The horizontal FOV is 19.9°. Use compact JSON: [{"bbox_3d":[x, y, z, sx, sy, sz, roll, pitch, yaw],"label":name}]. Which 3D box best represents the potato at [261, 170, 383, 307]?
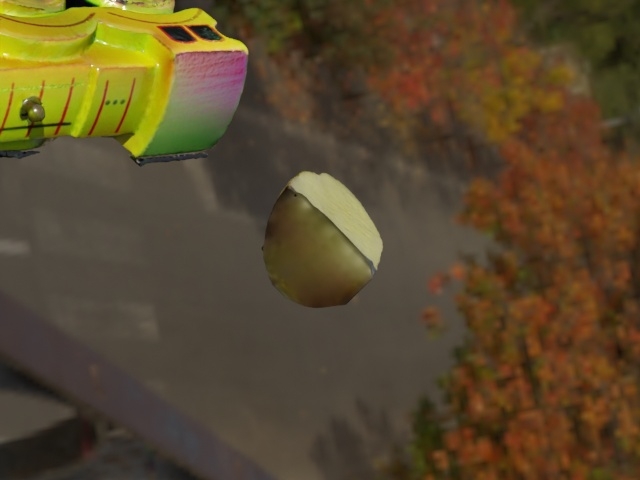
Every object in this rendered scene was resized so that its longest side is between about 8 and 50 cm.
[{"bbox_3d":[0.000,0.000,1.365,0.096,0.066,0.103,50,18,1],"label":"potato"}]

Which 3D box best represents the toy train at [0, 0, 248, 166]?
[{"bbox_3d":[-0.194,-0.118,1.186,0.296,0.160,0.100,-8,129,-43],"label":"toy train"}]
